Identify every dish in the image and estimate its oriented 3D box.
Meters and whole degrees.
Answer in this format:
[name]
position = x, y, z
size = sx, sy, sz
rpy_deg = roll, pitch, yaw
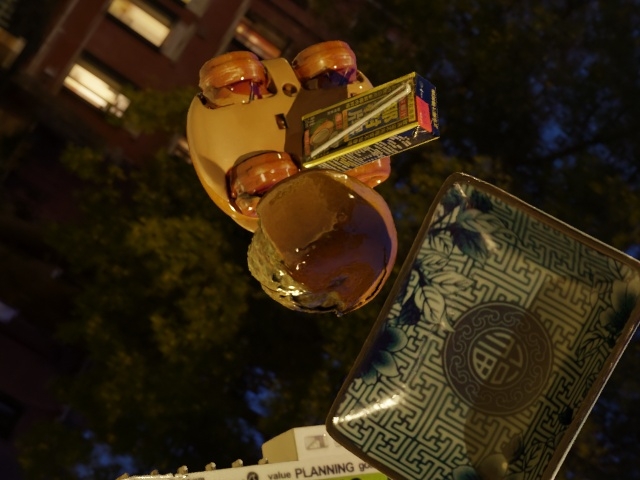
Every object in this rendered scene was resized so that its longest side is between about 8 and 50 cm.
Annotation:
[dish]
position = 0.137, 0.091, 0.932
size = 0.243, 0.182, 0.080
rpy_deg = -64, 159, 10

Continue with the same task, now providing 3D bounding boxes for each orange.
[orange]
position = 0.000, 0.000, 1.160
size = 0.156, 0.157, 0.134
rpy_deg = -46, -144, 28

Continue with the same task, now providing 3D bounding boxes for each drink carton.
[drink carton]
position = 0.055, -0.133, 1.370
size = 0.166, 0.056, 0.071
rpy_deg = -19, -115, 35

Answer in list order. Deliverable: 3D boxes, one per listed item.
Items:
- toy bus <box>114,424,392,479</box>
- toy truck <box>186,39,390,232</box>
[toy bus]
position = -0.070, 0.265, 1.158
size = 0.113, 0.302, 0.139
rpy_deg = -40, -124, 57
[toy truck]
position = -0.037, -0.127, 1.516
size = 0.211, 0.288, 0.204
rpy_deg = 134, -60, -66
